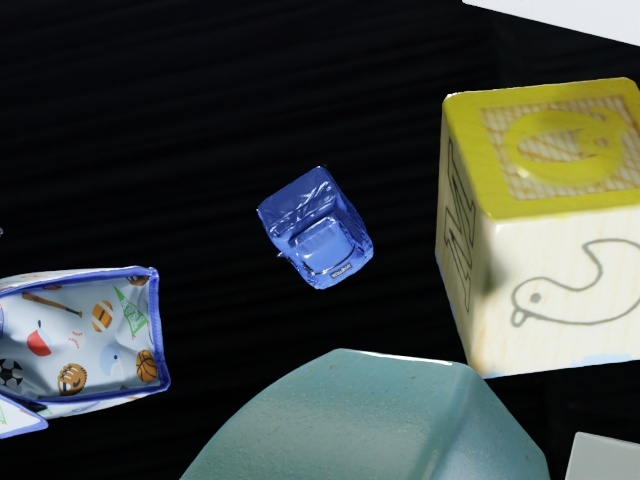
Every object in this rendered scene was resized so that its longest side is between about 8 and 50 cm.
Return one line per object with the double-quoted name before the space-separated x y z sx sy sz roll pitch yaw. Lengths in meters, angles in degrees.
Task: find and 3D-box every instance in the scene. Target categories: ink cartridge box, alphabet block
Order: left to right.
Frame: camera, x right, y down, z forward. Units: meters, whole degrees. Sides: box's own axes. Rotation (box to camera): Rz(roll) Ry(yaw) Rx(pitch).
"alphabet block" 0.216 -0.014 1.293 0.193 0.192 0.197 -105 9 -48
"ink cartridge box" 0.348 0.420 1.767 0.207 0.117 0.283 -64 -20 -49

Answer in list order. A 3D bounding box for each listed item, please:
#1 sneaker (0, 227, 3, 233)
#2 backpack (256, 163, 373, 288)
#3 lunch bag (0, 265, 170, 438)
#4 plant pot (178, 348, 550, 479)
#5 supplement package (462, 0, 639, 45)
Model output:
"sneaker" -0.511 -0.014 1.765 0.319 0.112 0.131 -76 -32 -72
"backpack" 0.000 0.000 1.511 0.120 0.098 0.101 54 -169 -49
"lunch bag" -0.470 0.172 2.041 0.385 0.328 0.239 -2 -99 -50
"plant pot" 0.045 0.228 1.085 0.248 0.247 0.252 50 -123 -37
"supplement package" 0.276 -0.275 1.123 0.177 0.293 0.175 -62 -21 -26
